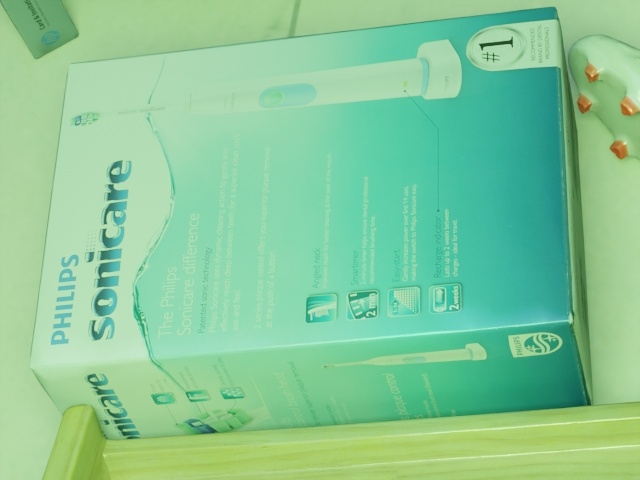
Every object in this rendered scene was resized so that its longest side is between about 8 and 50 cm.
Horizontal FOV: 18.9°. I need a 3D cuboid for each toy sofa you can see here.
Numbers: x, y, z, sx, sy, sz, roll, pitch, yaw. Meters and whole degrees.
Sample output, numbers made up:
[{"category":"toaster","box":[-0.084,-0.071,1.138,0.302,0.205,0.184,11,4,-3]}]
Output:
[{"category":"toy sofa","box":[0.036,0.184,1.002,0.362,0.177,0.150,-6,37,11]}]

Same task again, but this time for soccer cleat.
[{"category":"soccer cleat","box":[0.231,-0.061,1.116,0.196,0.068,0.076,40,70,18]}]

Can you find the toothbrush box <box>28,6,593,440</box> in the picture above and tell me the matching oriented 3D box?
[{"category":"toothbrush box","box":[0.000,0.000,1.094,0.295,0.126,0.216,-6,55,10]}]

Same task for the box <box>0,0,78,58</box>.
[{"category":"box","box":[-0.233,-0.230,1.273,0.038,0.145,0.186,-29,60,-4]}]
